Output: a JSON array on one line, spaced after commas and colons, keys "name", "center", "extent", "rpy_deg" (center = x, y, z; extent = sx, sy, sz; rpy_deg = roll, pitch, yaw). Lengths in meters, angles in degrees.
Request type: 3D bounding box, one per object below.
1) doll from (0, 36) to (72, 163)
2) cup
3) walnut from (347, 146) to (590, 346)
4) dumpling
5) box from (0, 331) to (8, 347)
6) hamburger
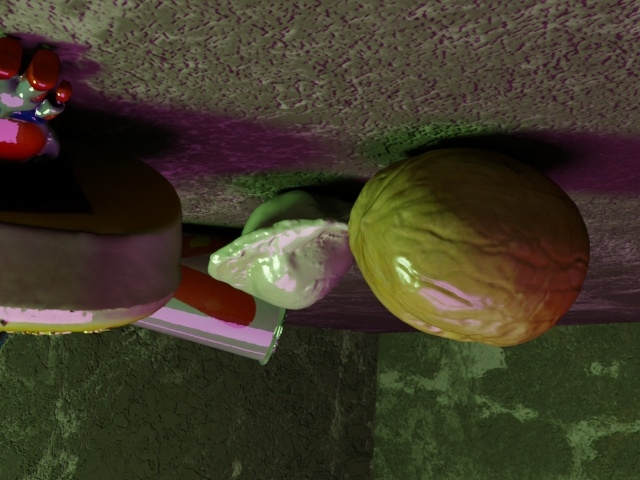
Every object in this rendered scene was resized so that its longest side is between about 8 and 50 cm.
[{"name": "doll", "center": [-0.250, -0.100, 0.670], "extent": [0.104, 0.062, 0.195], "rpy_deg": [-5, 168, -31]}, {"name": "cup", "center": [-0.201, 0.063, 1.275], "extent": [0.289, 0.203, 0.203], "rpy_deg": [12, 168, -12]}, {"name": "walnut", "center": [0.137, 0.003, 0.803], "extent": [0.226, 0.193, 0.193], "rpy_deg": [17, 166, -18]}, {"name": "dumpling", "center": [0.000, 0.000, 1.002], "extent": [0.252, 0.131, 0.179], "rpy_deg": [-2, 155, -48]}, {"name": "box", "center": [-0.437, 0.044, 0.937], "extent": [0.205, 0.118, 0.311], "rpy_deg": [2, -153, -4]}, {"name": "hamburger", "center": [-0.271, 0.001, 0.786], "extent": [0.295, 0.151, 0.227], "rpy_deg": [11, -155, -19]}]
